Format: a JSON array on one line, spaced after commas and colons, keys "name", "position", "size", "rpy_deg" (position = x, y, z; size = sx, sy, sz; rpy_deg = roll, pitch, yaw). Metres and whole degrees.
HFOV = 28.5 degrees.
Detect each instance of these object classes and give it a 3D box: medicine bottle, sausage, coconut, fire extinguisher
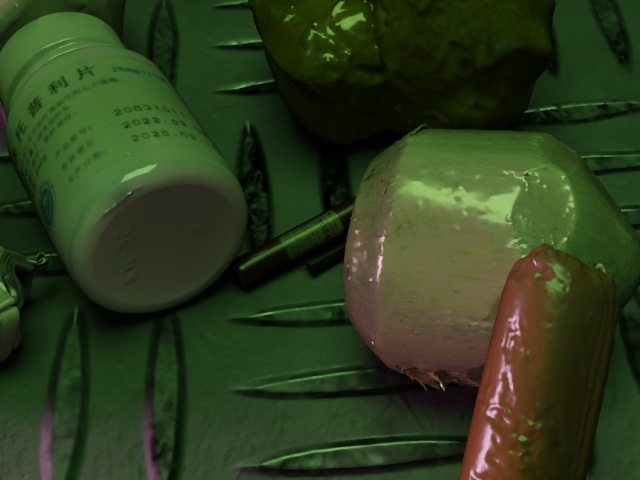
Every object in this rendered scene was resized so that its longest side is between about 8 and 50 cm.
[{"name": "medicine bottle", "position": [-0.194, -0.082, 1.161], "size": [0.170, 0.170, 0.293], "rpy_deg": [-20, 47, -16]}, {"name": "sausage", "position": [0.143, 0.147, 0.869], "size": [0.086, 0.086, 0.289], "rpy_deg": [11, 84, 15]}, {"name": "coconut", "position": [0.140, 0.014, 1.010], "size": [0.234, 0.224, 0.224], "rpy_deg": [16, 47, 16]}, {"name": "fire extinguisher", "position": [0.000, 0.000, 1.160], "size": [0.173, 0.035, 0.049], "rpy_deg": [-29, 45, -19]}]

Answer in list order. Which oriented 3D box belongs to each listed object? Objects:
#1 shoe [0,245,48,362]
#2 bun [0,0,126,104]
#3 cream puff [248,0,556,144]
[{"name": "shoe", "position": [-0.295, 0.069, 1.080], "size": [0.092, 0.089, 0.180], "rpy_deg": [9, 46, -4]}, {"name": "bun", "position": [-0.284, -0.241, 1.350], "size": [0.263, 0.175, 0.263], "rpy_deg": [-31, 38, 28]}, {"name": "cream puff", "position": [0.069, -0.246, 1.243], "size": [0.270, 0.274, 0.323], "rpy_deg": [-10, 40, -19]}]
